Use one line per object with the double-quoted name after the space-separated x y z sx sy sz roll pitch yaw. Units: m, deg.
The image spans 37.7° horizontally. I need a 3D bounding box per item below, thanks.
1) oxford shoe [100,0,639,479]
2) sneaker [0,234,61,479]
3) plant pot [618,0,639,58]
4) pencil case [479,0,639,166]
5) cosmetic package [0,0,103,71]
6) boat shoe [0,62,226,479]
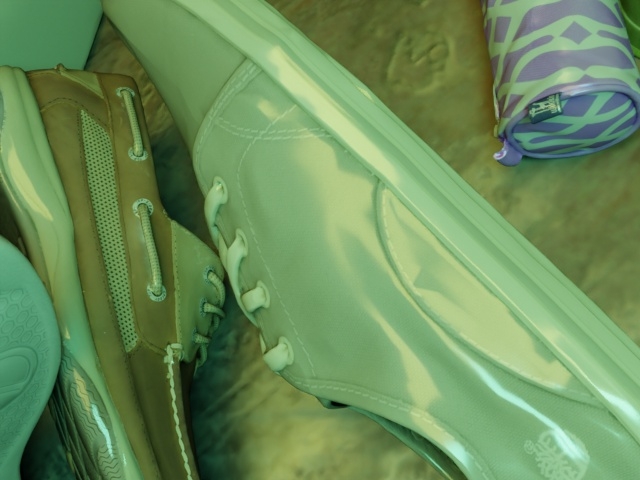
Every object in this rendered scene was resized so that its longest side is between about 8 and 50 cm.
0.000 0.000 0.498 0.130 0.169 0.449 -42 67 -4 "oxford shoe"
-0.219 0.069 0.483 0.105 0.295 0.147 -30 64 -37 "sneaker"
0.206 -0.155 0.535 0.083 0.079 0.083 -7 68 17 "plant pot"
0.129 -0.144 0.558 0.088 0.086 0.206 -24 60 35 "pencil case"
-0.273 -0.104 0.659 0.160 0.113 0.309 8 72 22 "cosmetic package"
-0.108 0.035 0.543 0.116 0.123 0.324 -15 78 -24 "boat shoe"
